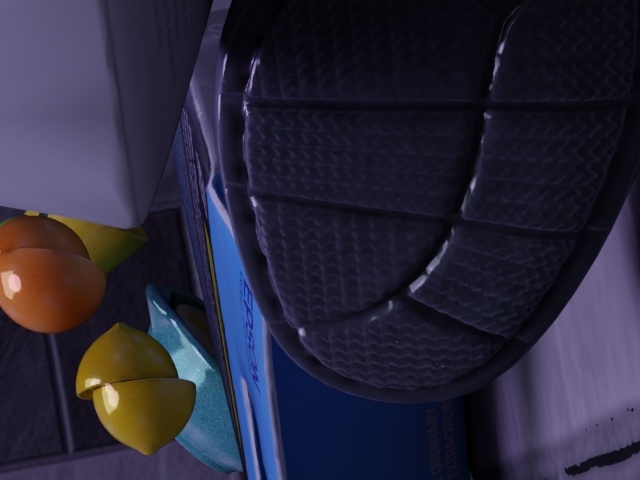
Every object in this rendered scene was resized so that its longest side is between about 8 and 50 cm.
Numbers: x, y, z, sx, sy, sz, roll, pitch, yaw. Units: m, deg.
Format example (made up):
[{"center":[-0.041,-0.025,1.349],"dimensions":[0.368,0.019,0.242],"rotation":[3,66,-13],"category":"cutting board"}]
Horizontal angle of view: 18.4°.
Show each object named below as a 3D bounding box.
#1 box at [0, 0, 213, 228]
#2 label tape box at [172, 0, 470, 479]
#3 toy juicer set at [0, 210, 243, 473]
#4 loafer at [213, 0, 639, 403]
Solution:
[{"center":[-0.109,-0.203,0.478],"dimensions":[0.168,0.215,0.345],"rotation":[90,-169,-59],"category":"box"},{"center":[0.000,0.000,0.887],"dimensions":[0.348,0.115,0.249],"rotation":[-110,10,-51],"category":"label tape box"},{"center":[-0.047,0.081,1.073],"dimensions":[0.329,0.089,0.209],"rotation":[44,-174,1],"category":"toy juicer set"},{"center":[0.034,-0.099,0.478],"dimensions":[0.095,0.109,0.302],"rotation":[-76,-10,-54],"category":"loafer"}]
